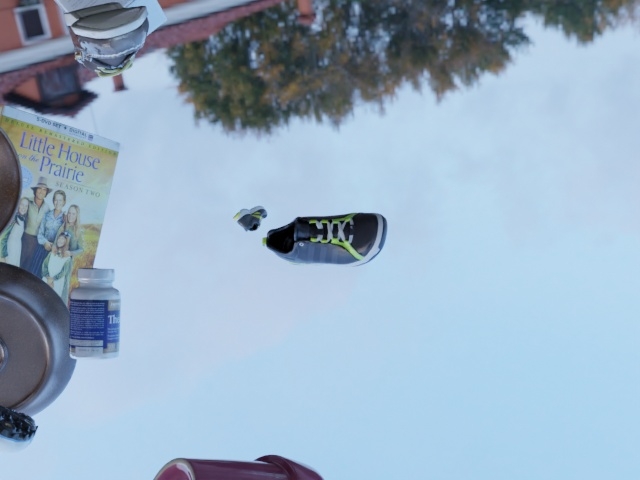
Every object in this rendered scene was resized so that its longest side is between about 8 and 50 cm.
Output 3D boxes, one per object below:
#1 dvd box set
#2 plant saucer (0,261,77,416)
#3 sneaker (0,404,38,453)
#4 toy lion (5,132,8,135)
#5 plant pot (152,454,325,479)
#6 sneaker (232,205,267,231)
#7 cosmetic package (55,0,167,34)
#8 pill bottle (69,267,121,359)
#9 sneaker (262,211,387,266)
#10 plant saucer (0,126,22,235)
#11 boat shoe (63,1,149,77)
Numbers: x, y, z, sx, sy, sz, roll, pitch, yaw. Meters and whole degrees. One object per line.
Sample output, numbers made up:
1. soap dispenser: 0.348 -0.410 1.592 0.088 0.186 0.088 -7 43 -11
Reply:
1. dvd box set: -0.609 -0.049 1.951 0.062 0.420 0.307 9 174 41
2. plant saucer: -0.576 0.187 1.542 0.310 0.311 0.050 -9 -163 -4
3. sneaker: -0.402 0.228 1.067 0.237 0.085 0.086 -4 -122 56
4. toy lion: -0.561 -0.165 1.465 0.096 0.100 0.034 -27 -143 -13
5. plant pot: -0.112 0.349 1.100 0.180 0.201 0.201 27 -171 -32
6. sneaker: -0.105 -0.030 1.399 0.031 0.035 0.083 -39 169 27
7. cosmetic package: -0.476 -0.539 1.716 0.155 0.365 0.197 -39 178 -1
8. pill bottle: -0.302 0.097 1.213 0.067 0.120 0.067 1 180 0
9. sneaker: 0.000 0.000 1.480 0.234 0.084 0.097 -13 158 39
10. plant saucer: -0.461 -0.071 1.079 0.198 0.199 0.036 -22 -160 -27
11. boat shoe: -0.328 -0.308 1.401 0.116 0.097 0.324 -18 -158 -19
